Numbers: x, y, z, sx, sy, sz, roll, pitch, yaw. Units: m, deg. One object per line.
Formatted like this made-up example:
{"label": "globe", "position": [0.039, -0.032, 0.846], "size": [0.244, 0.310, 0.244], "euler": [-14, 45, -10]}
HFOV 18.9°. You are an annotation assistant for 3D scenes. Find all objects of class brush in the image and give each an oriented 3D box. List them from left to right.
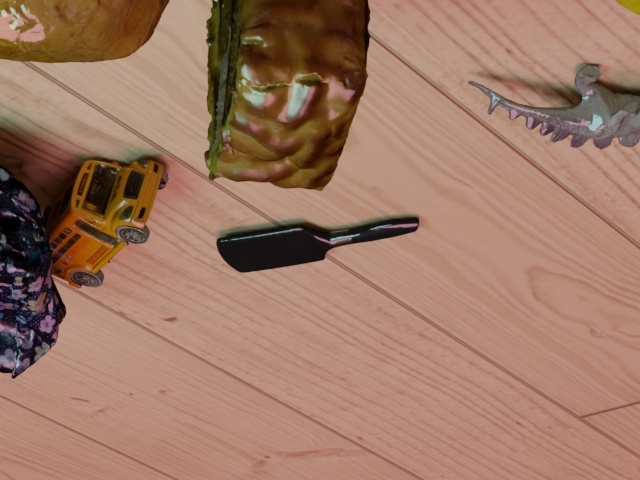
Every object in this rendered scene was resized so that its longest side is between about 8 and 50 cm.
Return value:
{"label": "brush", "position": [0.000, 0.000, 1.765], "size": [0.193, 0.016, 0.063], "euler": [-8, 150, 19]}

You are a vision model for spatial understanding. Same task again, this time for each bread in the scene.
{"label": "bread", "position": [-0.022, -0.145, 1.294], "size": [0.096, 0.222, 0.181], "euler": [6, 147, -8]}

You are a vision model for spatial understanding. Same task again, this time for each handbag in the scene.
{"label": "handbag", "position": [-0.321, -0.003, 1.648], "size": [0.229, 0.127, 0.207], "euler": [27, 141, 13]}

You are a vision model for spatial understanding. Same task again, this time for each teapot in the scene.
{"label": "teapot", "position": [-0.205, -0.214, 1.259], "size": [0.311, 0.167, 0.203], "euler": [12, -163, 16]}

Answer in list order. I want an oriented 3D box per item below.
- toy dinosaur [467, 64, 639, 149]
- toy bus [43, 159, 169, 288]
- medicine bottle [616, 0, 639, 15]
{"label": "toy dinosaur", "position": [0.218, -0.103, 1.537], "size": [0.209, 0.039, 0.082], "euler": [7, 153, -6]}
{"label": "toy bus", "position": [-0.196, -0.020, 1.690], "size": [0.074, 0.069, 0.162], "euler": [26, 147, -18]}
{"label": "medicine bottle", "position": [0.255, -0.238, 1.202], "size": [0.122, 0.121, 0.212], "euler": [11, 150, -15]}
